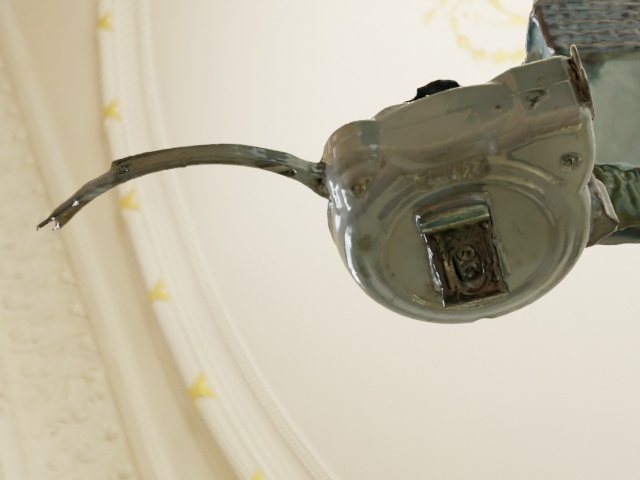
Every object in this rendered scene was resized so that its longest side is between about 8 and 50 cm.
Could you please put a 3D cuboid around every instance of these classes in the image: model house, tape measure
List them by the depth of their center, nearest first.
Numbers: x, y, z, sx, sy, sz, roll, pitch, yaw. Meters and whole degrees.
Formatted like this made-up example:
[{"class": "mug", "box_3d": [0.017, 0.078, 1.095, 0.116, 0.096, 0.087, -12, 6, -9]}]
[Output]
[{"class": "tape measure", "box_3d": [0.000, 0.000, 0.743, 0.330, 0.164, 0.084, -16, -144, 10]}, {"class": "model house", "box_3d": [0.248, -0.128, 1.123, 0.184, 0.253, 0.291, -6, -92, -1]}]
